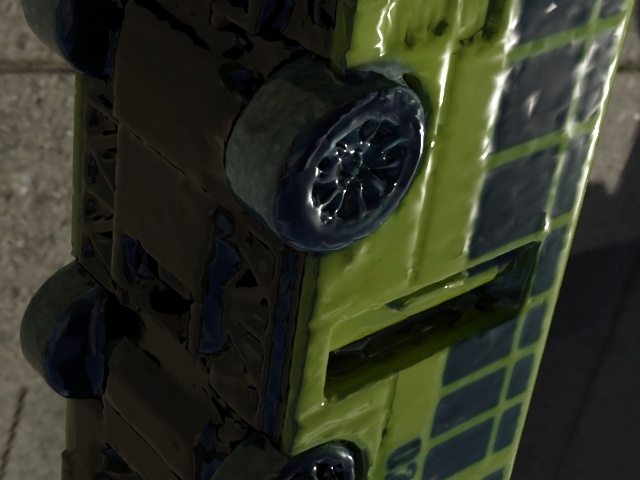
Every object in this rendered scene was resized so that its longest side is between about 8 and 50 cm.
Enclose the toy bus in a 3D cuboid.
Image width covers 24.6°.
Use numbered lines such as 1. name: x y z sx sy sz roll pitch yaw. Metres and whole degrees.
1. toy bus: 0.000 0.000 0.458 0.150 0.128 0.262 -21 134 -35
